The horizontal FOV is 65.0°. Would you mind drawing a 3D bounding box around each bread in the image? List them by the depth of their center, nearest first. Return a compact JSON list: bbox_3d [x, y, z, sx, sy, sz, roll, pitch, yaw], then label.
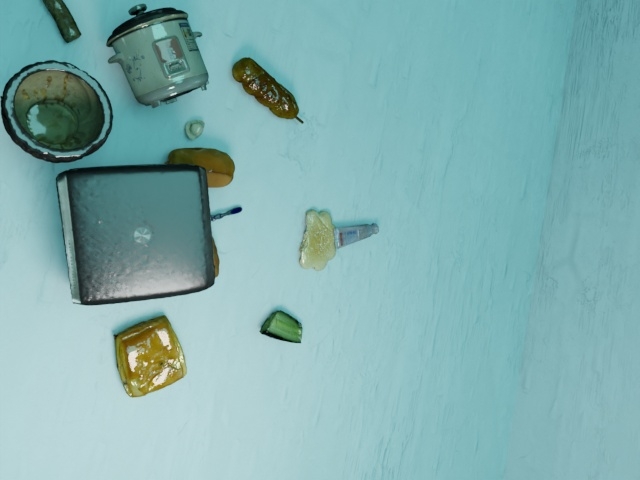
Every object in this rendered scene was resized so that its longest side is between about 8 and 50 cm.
[{"bbox_3d":[-0.557,0.382,1.649,0.211,0.099,0.234,-19,101,-32],"label":"bread"},{"bbox_3d":[-0.182,-0.556,1.894,0.344,0.084,0.124,36,72,-30],"label":"bread"},{"bbox_3d":[0.000,0.000,2.054,0.182,0.039,0.250,11,84,-33],"label":"bread"}]

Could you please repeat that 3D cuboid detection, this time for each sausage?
[{"bbox_3d":[-0.411,-0.250,1.723,0.241,0.120,0.136,-5,56,-36],"label":"sausage"}]

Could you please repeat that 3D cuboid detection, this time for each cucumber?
[{"bbox_3d":[-0.154,0.340,1.933,0.193,0.086,0.115,26,44,-35],"label":"cucumber"}]

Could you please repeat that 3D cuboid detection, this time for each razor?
[{"bbox_3d":[-0.347,-0.094,1.824,0.155,0.028,0.044,-21,102,-32],"label":"razor"}]

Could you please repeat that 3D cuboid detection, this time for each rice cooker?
[{"bbox_3d":[-0.504,-0.582,1.570,0.317,0.264,0.316,-4,101,-24],"label":"rice cooker"}]

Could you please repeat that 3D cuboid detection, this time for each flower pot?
[{"bbox_3d":[-0.744,-0.338,1.409,0.267,0.267,0.266,0,90,-33],"label":"flower pot"}]

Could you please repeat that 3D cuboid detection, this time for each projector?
[{"bbox_3d":[-0.542,-0.030,1.510,0.406,0.242,0.394,-7,98,-23],"label":"projector"}]

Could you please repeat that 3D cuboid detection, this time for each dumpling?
[{"bbox_3d":[-0.440,-0.391,1.750,0.060,0.043,0.077,30,90,-14],"label":"dumpling"}]

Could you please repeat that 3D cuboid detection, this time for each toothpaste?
[{"bbox_3d":[0.151,-0.029,2.136,0.234,0.057,0.089,-15,102,-38],"label":"toothpaste"}]

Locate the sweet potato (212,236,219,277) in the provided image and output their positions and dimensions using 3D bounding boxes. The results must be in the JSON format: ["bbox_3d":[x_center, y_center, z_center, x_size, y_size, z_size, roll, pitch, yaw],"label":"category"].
[{"bbox_3d":[-0.410,0.018,1.744,0.097,0.097,0.251,-30,106,-30],"label":"sweet potato"}]

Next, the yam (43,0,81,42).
[{"bbox_3d":[-0.803,-0.728,1.487,0.061,0.061,0.274,-35,109,-29],"label":"yam"}]
